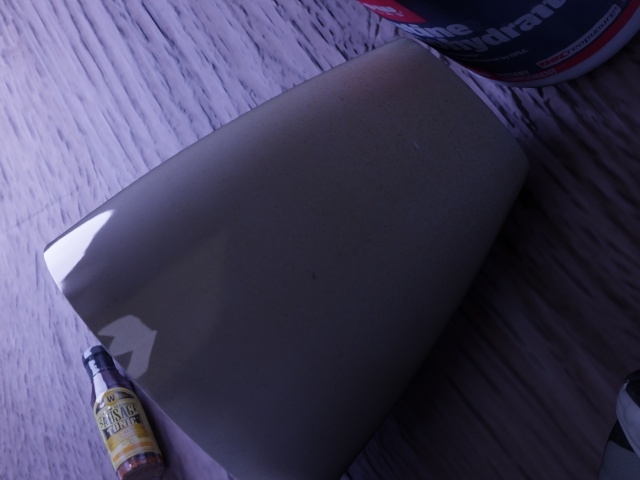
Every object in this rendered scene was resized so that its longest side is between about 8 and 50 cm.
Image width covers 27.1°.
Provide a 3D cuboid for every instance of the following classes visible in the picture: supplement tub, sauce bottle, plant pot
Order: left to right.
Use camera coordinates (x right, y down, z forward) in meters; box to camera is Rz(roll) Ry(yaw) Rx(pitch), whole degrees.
[{"bbox_3d":[-0.168,0.144,1.105,0.042,0.042,0.128,-44,55,20],"label":"sauce bottle"},{"bbox_3d":[0.000,0.000,0.904,0.274,0.256,0.256,-45,52,0],"label":"plant pot"},{"bbox_3d":[0.091,-0.224,0.854,0.191,0.272,0.191,-13,69,36],"label":"supplement tub"}]

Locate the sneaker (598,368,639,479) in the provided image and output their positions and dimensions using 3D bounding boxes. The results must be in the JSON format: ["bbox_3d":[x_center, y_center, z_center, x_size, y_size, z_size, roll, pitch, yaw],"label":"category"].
[{"bbox_3d":[0.265,0.181,0.724,0.271,0.100,0.108,40,127,36],"label":"sneaker"}]
